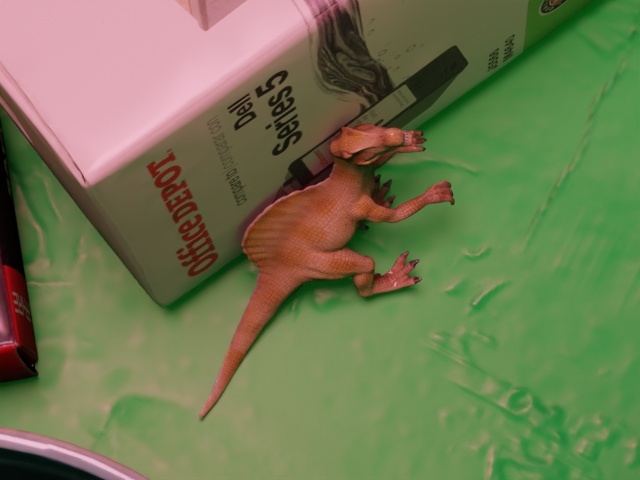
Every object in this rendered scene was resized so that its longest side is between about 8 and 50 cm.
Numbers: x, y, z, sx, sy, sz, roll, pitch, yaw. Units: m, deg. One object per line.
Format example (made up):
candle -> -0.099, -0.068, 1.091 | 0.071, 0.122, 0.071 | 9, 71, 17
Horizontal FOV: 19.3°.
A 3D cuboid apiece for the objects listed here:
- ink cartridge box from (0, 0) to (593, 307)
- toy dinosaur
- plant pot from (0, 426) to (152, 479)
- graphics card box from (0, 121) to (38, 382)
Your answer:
ink cartridge box -> -0.004, -0.111, 0.795 | 0.273, 0.198, 0.115 | -36, 74, -6
toy dinosaur -> 0.000, 0.000, 0.848 | 0.092, 0.183, 0.053 | -5, 50, -39
plant pot -> -0.126, 0.213, 0.722 | 0.271, 0.255, 0.272 | 0, 81, -1
graphics card box -> -0.270, -0.104, 0.846 | 0.232, 0.094, 0.371 | -9, 81, -3
